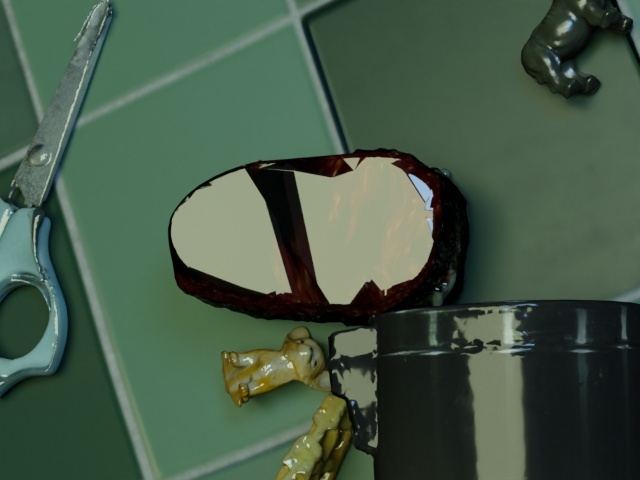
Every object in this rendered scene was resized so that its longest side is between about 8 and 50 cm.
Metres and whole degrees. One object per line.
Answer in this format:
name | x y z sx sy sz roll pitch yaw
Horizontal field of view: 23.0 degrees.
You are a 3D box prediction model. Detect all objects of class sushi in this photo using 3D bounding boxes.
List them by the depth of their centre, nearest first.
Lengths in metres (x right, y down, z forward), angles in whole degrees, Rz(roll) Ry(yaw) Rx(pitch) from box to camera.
sushi | 0.000 0.000 1.213 0.225 0.126 0.136 -2 80 16

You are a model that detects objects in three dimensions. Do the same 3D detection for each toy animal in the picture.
toy animal | 0.203 -0.176 1.192 0.065 0.047 0.136 37 103 31
toy animal | -0.033 0.103 1.254 0.083 0.081 0.060 -13 66 -16

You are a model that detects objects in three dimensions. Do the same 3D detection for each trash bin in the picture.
trash bin | 0.133 0.199 1.085 0.252 0.203 0.302 -1 82 -4

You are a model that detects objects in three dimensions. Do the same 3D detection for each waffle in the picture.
waffle | -0.008 0.152 1.193 0.032 0.125 0.191 23 94 21

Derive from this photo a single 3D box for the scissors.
scissors | -0.256 -0.045 1.370 0.191 0.029 0.360 23 92 25
